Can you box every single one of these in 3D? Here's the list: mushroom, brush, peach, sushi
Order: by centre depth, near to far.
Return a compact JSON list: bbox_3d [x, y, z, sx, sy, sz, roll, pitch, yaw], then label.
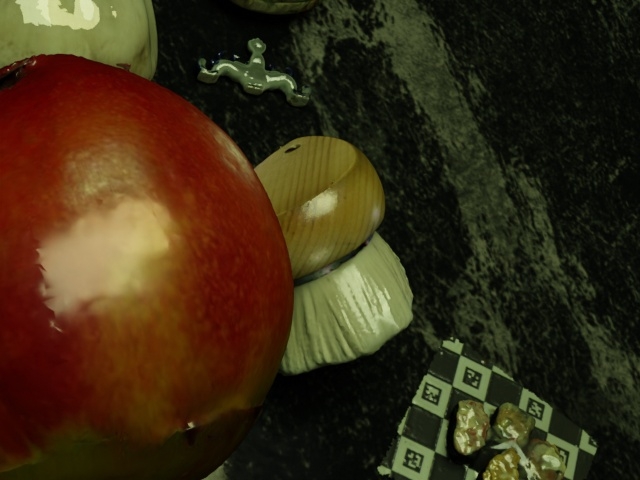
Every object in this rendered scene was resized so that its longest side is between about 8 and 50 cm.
[{"bbox_3d":[-0.201,0.031,0.942,0.370,0.370,0.370,11,58,-19],"label":"peach"},{"bbox_3d":[-0.272,-0.177,1.131,0.260,0.254,0.234,-14,112,-51],"label":"mushroom"},{"bbox_3d":[0.000,0.000,1.181,0.267,0.174,0.166,-80,145,-65],"label":"brush"},{"bbox_3d":[0.188,0.213,1.203,0.210,0.040,0.193,34,54,-3],"label":"sushi"}]

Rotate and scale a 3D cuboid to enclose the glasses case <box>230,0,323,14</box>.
[{"bbox_3d":[-0.087,-0.460,1.429,0.156,0.098,0.425,-4,64,-21],"label":"glasses case"}]

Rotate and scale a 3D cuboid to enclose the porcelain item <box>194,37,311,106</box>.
[{"bbox_3d":[-0.075,-0.200,1.332,0.136,0.021,0.075,13,58,-17],"label":"porcelain item"}]
